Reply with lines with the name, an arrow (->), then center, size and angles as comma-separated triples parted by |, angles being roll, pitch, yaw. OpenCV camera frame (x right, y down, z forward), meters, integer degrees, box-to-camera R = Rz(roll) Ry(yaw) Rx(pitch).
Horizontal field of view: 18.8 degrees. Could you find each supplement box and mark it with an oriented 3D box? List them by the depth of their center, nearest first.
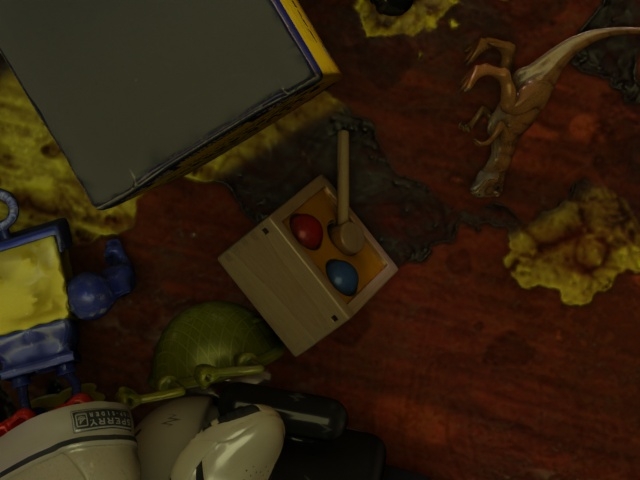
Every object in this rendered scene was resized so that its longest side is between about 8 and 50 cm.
supplement box -> -0.118, -0.162, 1.547 | 0.194, 0.356, 0.195 | -31, 93, 6

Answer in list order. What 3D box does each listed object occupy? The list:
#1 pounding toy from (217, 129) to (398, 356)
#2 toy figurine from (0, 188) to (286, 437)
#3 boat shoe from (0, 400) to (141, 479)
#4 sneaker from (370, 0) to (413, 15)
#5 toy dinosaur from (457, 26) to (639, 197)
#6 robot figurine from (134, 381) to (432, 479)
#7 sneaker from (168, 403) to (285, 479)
pounding toy -> 0.000, 0.000, 1.675 | 0.100, 0.141, 0.130 | -37, 92, 34
toy figurine -> -0.233, 0.052, 1.665 | 0.362, 0.191, 0.217 | -16, 89, 3
boat shoe -> -0.254, 0.269, 1.617 | 0.367, 0.136, 0.156 | -34, 62, 42
sneaker -> 0.073, -0.338, 1.651 | 0.124, 0.107, 0.283 | -10, 94, -2
toy dinosaur -> 0.182, -0.137, 1.690 | 0.112, 0.064, 0.211 | 31, 106, -18
robot figurine -> -0.043, 0.234, 1.668 | 0.278, 0.173, 0.209 | 14, 83, 2
sneaker -> -0.065, 0.256, 1.506 | 0.153, 0.094, 0.235 | 43, 106, 35
